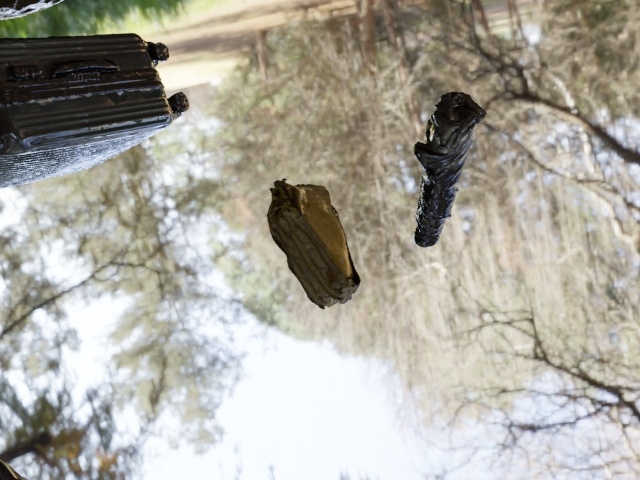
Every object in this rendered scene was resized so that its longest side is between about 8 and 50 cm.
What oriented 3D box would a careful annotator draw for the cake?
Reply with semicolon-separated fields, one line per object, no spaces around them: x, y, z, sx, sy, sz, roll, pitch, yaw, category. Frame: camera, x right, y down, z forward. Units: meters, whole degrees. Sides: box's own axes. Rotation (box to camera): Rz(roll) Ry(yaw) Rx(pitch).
-0.003;0.003;1.096;0.080;0.185;0.116;-46;167;25;cake

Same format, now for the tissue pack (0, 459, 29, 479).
-0.330;0.126;0.369;0.245;0.332;0.123;-51;177;-41;tissue pack

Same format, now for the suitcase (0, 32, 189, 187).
-0.312;-0.141;0.916;0.202;0.128;0.312;-19;-177;32;suitcase

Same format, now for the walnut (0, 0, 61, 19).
-0.359;-0.336;0.960;0.238;0.141;0.204;18;-114;45;walnut

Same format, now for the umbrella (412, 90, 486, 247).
0.217;-0.121;1.545;0.106;0.357;0.113;27;-128;17;umbrella
